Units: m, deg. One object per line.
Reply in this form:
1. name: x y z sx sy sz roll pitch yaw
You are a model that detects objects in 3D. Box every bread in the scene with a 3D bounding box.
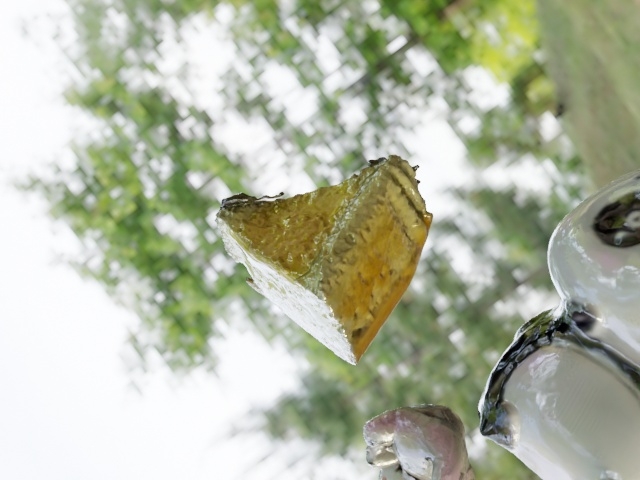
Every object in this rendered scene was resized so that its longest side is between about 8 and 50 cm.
1. bread: 0.000 0.000 1.613 0.160 0.169 0.140 16 150 36

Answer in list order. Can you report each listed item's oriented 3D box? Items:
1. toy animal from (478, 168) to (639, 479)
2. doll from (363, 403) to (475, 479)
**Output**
1. toy animal: 0.296 0.081 1.571 0.251 0.310 0.251 31 -167 -8
2. doll: 0.113 0.251 1.940 0.149 0.095 0.192 29 146 28
